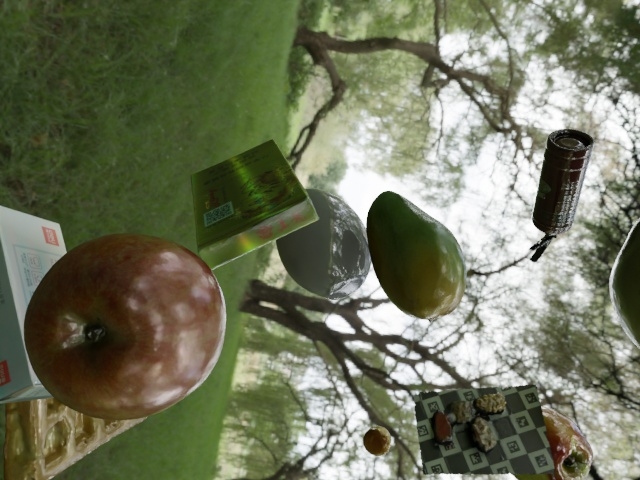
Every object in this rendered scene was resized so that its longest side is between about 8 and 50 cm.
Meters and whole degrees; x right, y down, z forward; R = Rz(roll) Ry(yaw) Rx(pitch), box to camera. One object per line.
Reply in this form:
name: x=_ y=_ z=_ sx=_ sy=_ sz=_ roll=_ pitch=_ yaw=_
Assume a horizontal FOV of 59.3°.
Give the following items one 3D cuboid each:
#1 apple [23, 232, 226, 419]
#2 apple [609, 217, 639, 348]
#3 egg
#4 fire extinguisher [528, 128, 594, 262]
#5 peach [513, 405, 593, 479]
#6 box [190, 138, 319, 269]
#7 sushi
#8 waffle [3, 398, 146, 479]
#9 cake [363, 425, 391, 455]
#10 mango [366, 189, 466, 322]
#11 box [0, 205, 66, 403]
apple: x=-0.193 y=0.085 z=0.569 sx=0.174 sy=0.188 sz=0.189 roll=14 pitch=87 yaw=-83
apple: x=0.745 y=0.078 z=1.112 sx=0.360 sy=0.319 sz=0.312 roll=44 pitch=37 yaw=-50
egg: x=0.000 y=0.000 z=1.088 sx=0.232 sy=0.176 sz=0.176 roll=54 pitch=-31 yaw=28
fire extinguisher: x=0.568 y=-0.092 z=1.374 sx=0.138 sy=0.102 sz=0.344 roll=-32 pitch=137 yaw=-28
peach: x=0.634 y=0.603 z=1.633 sx=0.274 sy=0.245 sz=0.249 roll=7 pitch=-83 yaw=55
box: x=-0.120 y=-0.072 z=0.904 sx=0.311 sy=0.172 sz=0.043 roll=-120 pitch=-175 yaw=-61
sushi: x=0.344 y=0.392 z=1.195 sx=0.043 sy=0.279 sz=0.193 roll=85 pitch=4 yaw=-54
waffle: x=-0.458 y=0.277 z=1.107 sx=0.348 sy=0.077 sz=0.305 roll=-18 pitch=112 yaw=-67
cake: x=0.168 y=0.591 z=1.656 sx=0.044 sy=0.084 sz=0.084 roll=-19 pitch=125 yaw=-63
mango: x=0.142 y=0.020 z=0.915 sx=0.251 sy=0.114 sz=0.157 roll=53 pitch=-35 yaw=43
box: x=-0.415 y=0.091 z=0.793 sx=0.270 sy=0.079 sz=0.135 roll=68 pitch=10 yaw=15
